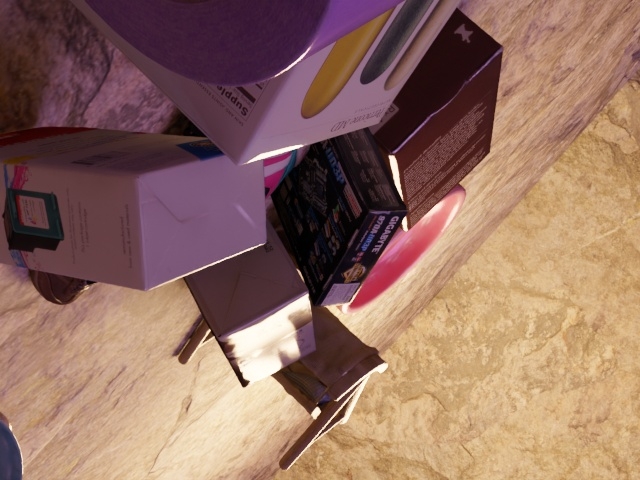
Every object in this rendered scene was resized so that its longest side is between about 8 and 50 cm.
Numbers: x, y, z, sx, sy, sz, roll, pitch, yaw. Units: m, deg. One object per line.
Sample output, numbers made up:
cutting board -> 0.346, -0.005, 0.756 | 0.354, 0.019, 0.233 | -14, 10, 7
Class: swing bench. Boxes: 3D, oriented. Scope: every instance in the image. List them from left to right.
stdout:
swing bench -> -0.051, 0.165, 1.495 | 0.165, 0.253, 0.255 | -33, 161, -40

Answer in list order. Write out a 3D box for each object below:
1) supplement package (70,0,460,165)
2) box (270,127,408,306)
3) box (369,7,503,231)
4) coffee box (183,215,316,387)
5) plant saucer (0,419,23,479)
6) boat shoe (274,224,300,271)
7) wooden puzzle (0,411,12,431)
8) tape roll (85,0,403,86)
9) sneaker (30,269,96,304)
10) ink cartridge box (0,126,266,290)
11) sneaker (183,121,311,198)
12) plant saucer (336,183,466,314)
supplement package -> -0.007, -0.226, 0.681 | 0.199, 0.198, 0.263 | -25, 155, -54
box -> 0.007, -0.062, 1.125 | 0.051, 0.220, 0.175 | -3, 143, -28
box -> 0.127, -0.161, 1.339 | 0.191, 0.143, 0.381 | -43, 167, -5
coffee box -> -0.096, 0.061, 1.228 | 0.119, 0.168, 0.297 | -28, 162, -7
plant saucer -> -0.453, 0.290, 1.001 | 0.317, 0.043, 0.317 | -34, 142, -32
boat shoe -> 0.000, 0.000, 1.493 | 0.098, 0.109, 0.302 | -49, 171, -5
wooden puzzle -> -0.509, 0.380, 1.177 | 0.322, 0.080, 0.348 | -33, 161, -37
tape roll -> -0.058, -0.211, 0.437 | 0.090, 0.275, 0.275 | -36, 162, -30
sneaker -> -0.237, 0.022, 0.971 | 0.066, 0.071, 0.188 | -35, 161, -35
ink cartridge box -> -0.170, -0.032, 0.711 | 0.134, 0.231, 0.078 | -23, 116, -53
sneaker -> -0.101, -0.089, 0.966 | 0.178, 0.124, 0.295 | -52, 168, -13
plant saucer -> 0.135, -0.001, 1.881 | 0.332, 0.084, 0.332 | -42, 164, -15
